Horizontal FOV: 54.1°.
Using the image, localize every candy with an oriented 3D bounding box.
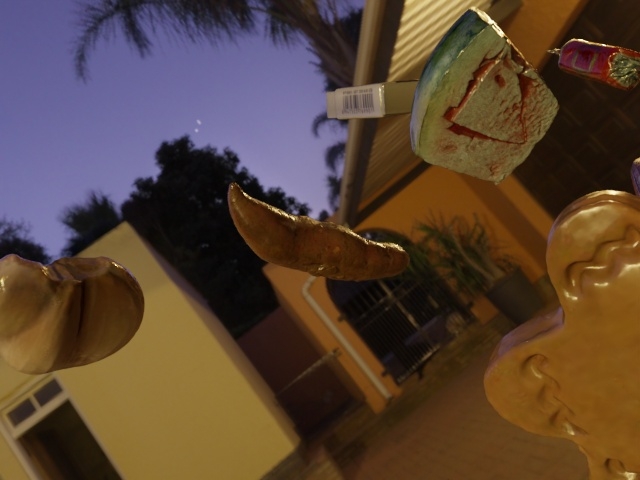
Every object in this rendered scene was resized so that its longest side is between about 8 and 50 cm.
[{"bbox_3d":[0.450,-0.281,0.998,0.292,0.086,0.059,-109,33,-66],"label":"candy"}]

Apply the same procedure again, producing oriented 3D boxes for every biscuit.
[{"bbox_3d":[0.275,0.056,0.380,0.355,0.275,0.052,-43,6,35],"label":"biscuit"}]

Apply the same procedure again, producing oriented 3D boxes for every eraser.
[{"bbox_3d":[0.131,-0.350,1.571,0.124,0.081,0.279,-12,14,-26],"label":"eraser"}]

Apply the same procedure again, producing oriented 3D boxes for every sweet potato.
[{"bbox_3d":[-0.010,0.010,0.992,0.354,0.095,0.106,20,-64,-31],"label":"sweet potato"}]

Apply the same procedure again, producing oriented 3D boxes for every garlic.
[{"bbox_3d":[-0.359,0.119,0.885,0.217,0.110,0.228,-2,-39,-38],"label":"garlic"}]

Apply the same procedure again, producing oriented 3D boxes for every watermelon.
[{"bbox_3d":[0.247,-0.222,0.938,0.213,0.201,0.262,-60,2,32],"label":"watermelon"}]

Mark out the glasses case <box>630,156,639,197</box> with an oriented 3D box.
[{"bbox_3d":[0.700,-0.099,1.250,0.316,0.123,0.076,-60,-31,-57],"label":"glasses case"}]
